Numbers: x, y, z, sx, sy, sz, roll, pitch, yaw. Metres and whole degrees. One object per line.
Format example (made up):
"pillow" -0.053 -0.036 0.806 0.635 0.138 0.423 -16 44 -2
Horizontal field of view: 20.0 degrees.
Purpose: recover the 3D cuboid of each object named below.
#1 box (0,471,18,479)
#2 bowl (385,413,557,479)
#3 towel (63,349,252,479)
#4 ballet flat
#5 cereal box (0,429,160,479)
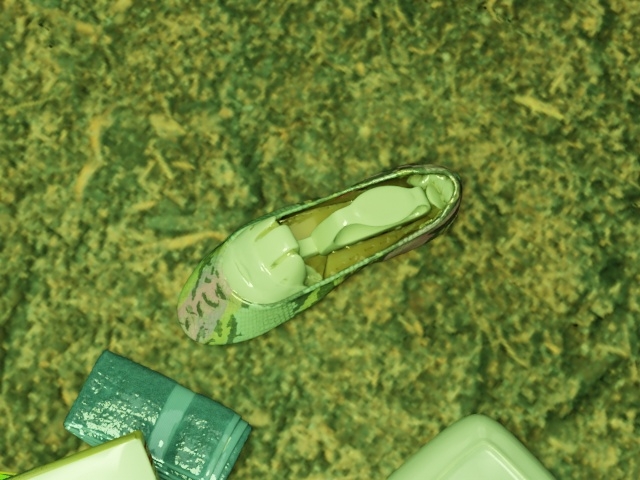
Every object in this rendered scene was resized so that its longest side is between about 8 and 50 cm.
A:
"box" -0.168 0.187 1.201 0.168 0.059 0.054 7 74 -2
"bowl" 0.107 0.199 1.220 0.142 0.053 0.142 -40 81 -13
"towel" -0.111 0.126 1.239 0.119 0.029 0.067 26 73 4
"ballet flat" 0.000 0.000 1.258 0.221 0.079 0.077 -25 78 -10
"cereal box" -0.151 0.260 1.145 0.173 0.047 0.240 -21 94 -2
